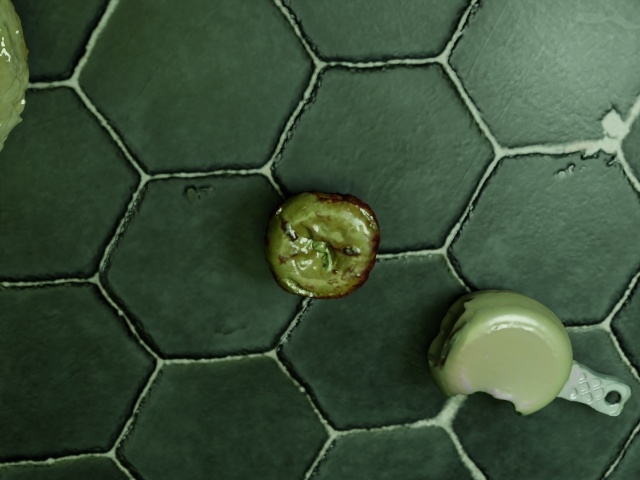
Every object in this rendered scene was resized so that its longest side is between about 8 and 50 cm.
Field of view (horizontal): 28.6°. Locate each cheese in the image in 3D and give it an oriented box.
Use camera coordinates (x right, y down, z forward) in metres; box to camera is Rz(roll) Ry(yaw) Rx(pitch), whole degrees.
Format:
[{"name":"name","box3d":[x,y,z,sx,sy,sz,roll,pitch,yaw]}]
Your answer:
[{"name":"cheese","box3d":[0.283,0.168,1.648,0.286,0.082,0.163,25,105,-16]}]

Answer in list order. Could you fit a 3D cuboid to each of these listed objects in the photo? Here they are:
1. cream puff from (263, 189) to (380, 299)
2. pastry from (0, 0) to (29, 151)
[{"name":"cream puff","box3d":[0.000,0.000,1.548,0.149,0.084,0.149,-1,107,-4]},{"name":"pastry","box3d":[-0.462,-0.197,1.355,0.330,0.136,0.329,4,128,5]}]
